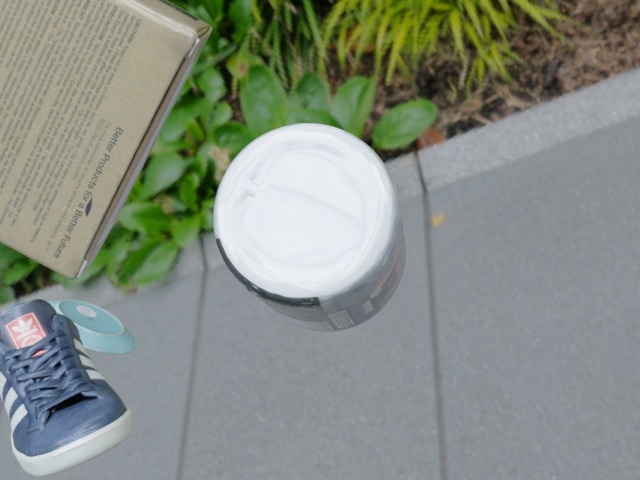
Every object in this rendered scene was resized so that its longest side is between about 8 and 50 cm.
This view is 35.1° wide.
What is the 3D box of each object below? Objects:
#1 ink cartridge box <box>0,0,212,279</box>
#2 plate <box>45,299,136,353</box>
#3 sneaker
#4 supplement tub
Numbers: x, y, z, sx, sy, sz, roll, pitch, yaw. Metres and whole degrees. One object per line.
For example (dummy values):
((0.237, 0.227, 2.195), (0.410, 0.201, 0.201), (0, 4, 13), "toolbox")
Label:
((-0.228, -0.117, 0.834), (0.235, 0.193, 0.088), (-59, 6, 16), "ink cartridge box")
((-0.416, 0.147, 1.818), (0.188, 0.188, 0.024), (40, 109, 50), "plate")
((-0.316, 0.151, 1.155), (0.131, 0.148, 0.350), (-23, 16, -23), "sneaker")
((0.000, 0.000, 0.697), (0.116, 0.190, 0.117), (-1, 79, 6), "supplement tub")
